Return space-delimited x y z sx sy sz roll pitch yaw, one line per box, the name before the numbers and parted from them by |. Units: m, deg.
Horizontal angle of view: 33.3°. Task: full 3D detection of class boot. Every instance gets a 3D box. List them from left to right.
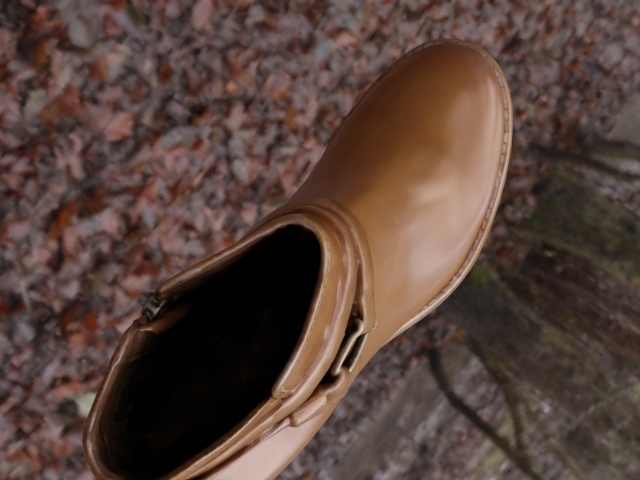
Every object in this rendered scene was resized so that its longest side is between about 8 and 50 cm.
boot | 0.000 0.000 0.504 0.283 0.109 0.220 -52 167 -2
